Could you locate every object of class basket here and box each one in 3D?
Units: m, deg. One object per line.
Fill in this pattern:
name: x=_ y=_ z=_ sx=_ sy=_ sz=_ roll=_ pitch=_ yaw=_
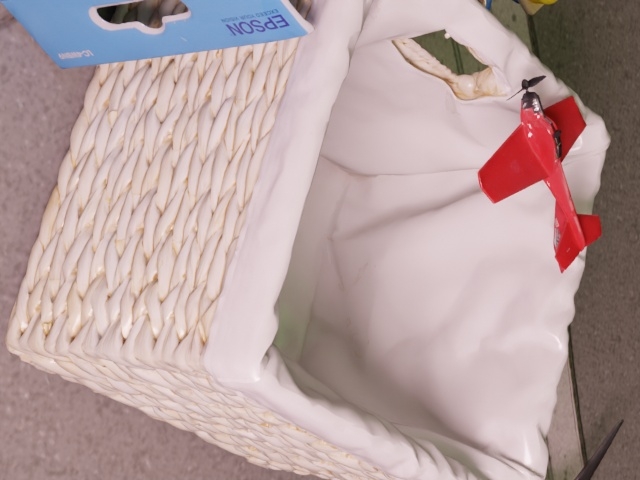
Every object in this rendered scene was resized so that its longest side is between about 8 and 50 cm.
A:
basket: x=0.000 y=0.000 z=1.171 sx=0.328 sy=0.266 sz=0.331 roll=32 pitch=65 yaw=-44

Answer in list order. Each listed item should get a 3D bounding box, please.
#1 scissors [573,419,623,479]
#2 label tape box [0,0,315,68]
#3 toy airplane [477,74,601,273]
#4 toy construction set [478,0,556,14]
scissors: x=0.227 y=0.271 z=1.529 sx=0.297 sy=0.021 sz=0.109 roll=-27 pitch=107 yaw=-50
label tape box: x=-0.160 y=-0.277 z=1.005 sx=0.347 sy=0.249 sz=0.115 roll=53 pitch=53 yaw=-34
toy airplane: x=0.164 y=-0.043 z=1.138 sx=0.151 sy=0.028 sz=0.151 roll=3 pitch=87 yaw=-51
toy construction set: x=0.074 y=-0.331 z=1.348 sx=0.215 sy=0.151 sz=0.327 roll=-18 pitch=96 yaw=-22
